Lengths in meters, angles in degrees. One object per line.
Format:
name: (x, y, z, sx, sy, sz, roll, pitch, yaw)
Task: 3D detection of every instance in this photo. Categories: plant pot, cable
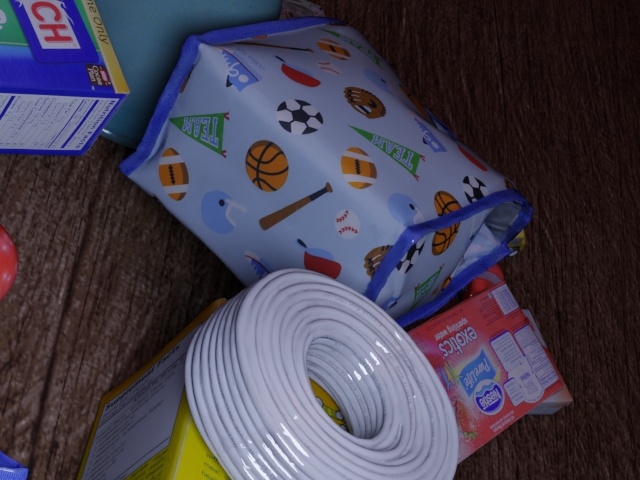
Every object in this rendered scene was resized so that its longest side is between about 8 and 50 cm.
plant pot: (-0.160, -0.281, 1.752, 0.271, 0.255, 0.272, 18, 48, -21)
cable: (0.005, 0.145, 1.369, 0.257, 0.089, 0.257, -10, 65, -54)

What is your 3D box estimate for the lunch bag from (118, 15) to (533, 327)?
lunch bag: (0.031, -0.070, 1.704, 0.328, 0.239, 0.385, 44, 33, 13)

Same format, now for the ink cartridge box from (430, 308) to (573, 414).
ink cartridge box: (0.236, 0.154, 2.035, 0.179, 0.045, 0.145, 9, 51, -49)

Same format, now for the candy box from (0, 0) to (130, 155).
candy box: (-0.382, -0.227, 1.584, 0.317, 0.122, 0.268, -1, 59, -44)

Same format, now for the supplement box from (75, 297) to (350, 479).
supplement box: (-0.102, 0.262, 1.385, 0.195, 0.194, 0.356, 37, 35, -20)

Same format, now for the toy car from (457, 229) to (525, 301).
toy car: (0.192, -0.031, 2.154, 0.225, 0.053, 0.239, 46, 33, -6)

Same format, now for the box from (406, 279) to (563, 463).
box: (0.134, 0.172, 1.795, 0.300, 0.142, 0.154, -24, 82, -56)

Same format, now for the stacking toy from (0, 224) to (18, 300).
stacking toy: (-0.398, -0.060, 1.359, 0.330, 0.141, 0.141, 38, 34, 0)

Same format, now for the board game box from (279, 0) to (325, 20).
board game box: (-0.096, -0.257, 2.045, 0.317, 0.046, 0.213, 14, 47, -42)

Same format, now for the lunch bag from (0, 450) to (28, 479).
lunch bag: (-0.376, 0.235, 1.068, 0.293, 0.221, 0.138, 7, 9, -38)
